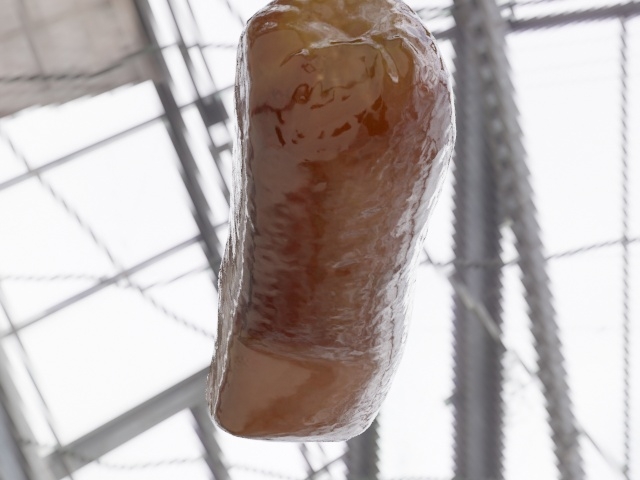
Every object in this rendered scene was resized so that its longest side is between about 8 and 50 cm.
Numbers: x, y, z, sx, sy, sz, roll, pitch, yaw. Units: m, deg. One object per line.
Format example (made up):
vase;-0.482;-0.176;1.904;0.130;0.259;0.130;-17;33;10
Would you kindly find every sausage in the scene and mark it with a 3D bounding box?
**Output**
sausage;0.000;0.000;0.863;0.300;0.089;0.083;101;-23;-55
